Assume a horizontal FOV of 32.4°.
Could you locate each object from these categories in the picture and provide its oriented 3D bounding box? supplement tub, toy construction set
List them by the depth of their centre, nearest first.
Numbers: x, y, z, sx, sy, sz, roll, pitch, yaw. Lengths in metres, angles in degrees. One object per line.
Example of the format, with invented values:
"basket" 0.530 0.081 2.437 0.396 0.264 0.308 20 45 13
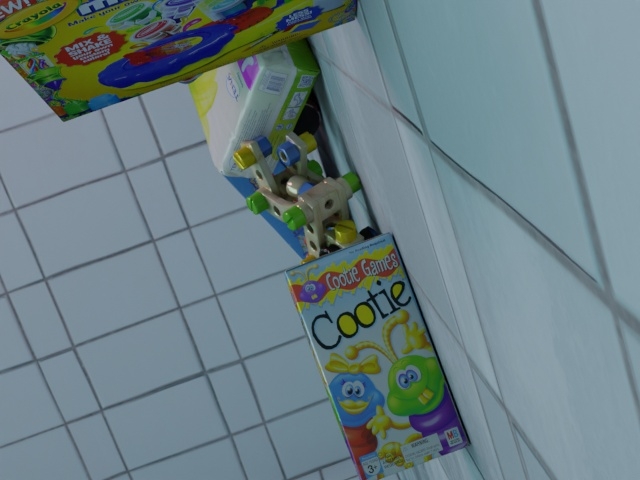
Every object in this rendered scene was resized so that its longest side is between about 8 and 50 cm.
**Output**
"toy construction set" 0.000 0.000 1.599 0.215 0.151 0.328 36 164 38
"supplement tub" -0.075 -0.250 1.790 0.106 0.106 0.198 74 175 -53

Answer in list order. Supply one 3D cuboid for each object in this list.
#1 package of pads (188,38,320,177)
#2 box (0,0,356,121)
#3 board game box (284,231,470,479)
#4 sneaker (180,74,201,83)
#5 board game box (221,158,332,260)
"package of pads" -0.117 -0.266 1.644 0.229 0.101 0.297 -63 37 42
"box" -0.132 -0.256 0.894 0.279 0.290 0.177 81 169 -81
"board game box" 0.067 0.149 1.395 0.144 0.142 0.275 91 159 -82
"sneaker" -0.178 -0.265 1.495 0.262 0.104 0.125 -67 -18 -60
"board game box" -0.077 -0.115 1.943 0.308 0.086 0.302 47 -170 -31
